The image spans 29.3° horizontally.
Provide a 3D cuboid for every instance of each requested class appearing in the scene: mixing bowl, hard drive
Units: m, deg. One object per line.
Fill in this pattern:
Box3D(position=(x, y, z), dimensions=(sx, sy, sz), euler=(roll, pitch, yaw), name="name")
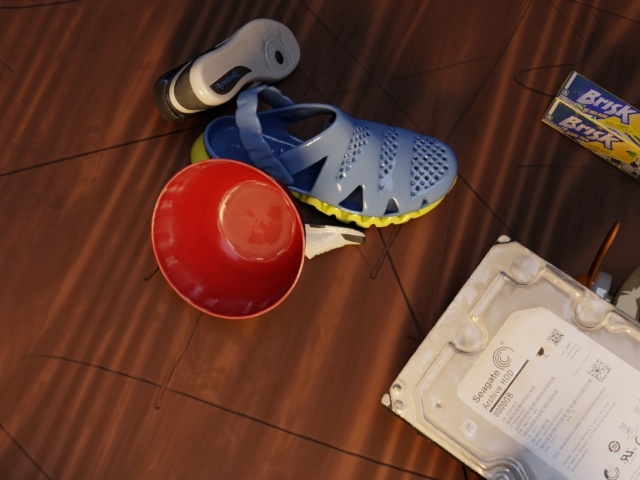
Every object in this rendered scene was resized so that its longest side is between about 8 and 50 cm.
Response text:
Box3D(position=(-0.089, -0.011, 1.377), dimensions=(0.181, 0.181, 0.098), euler=(35, 21, 7), name="mixing bowl")
Box3D(position=(0.267, 0.179, 1.303), dimensions=(0.339, 0.064, 0.237), euler=(36, 83, 18), name="hard drive")

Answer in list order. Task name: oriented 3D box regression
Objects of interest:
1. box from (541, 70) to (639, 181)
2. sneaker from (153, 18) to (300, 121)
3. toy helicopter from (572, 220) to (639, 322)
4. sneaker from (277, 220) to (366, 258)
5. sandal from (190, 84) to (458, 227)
Box3D(position=(0.370, -0.140, 1.547), dimensions=(0.169, 0.059, 0.054), euler=(32, 63, 6), name="box")
Box3D(position=(-0.125, -0.206, 1.491), dimensions=(0.217, 0.121, 0.079), euler=(-34, 104, -52), name="sneaker")
Box3D(position=(0.333, 0.140, 1.380), dimensions=(0.355, 0.140, 0.235), euler=(-40, 80, -14), name="toy helicopter")
Box3D(position=(0.000, 0.000, 1.443), dimensions=(0.109, 0.040, 0.044), euler=(3, 95, -13), name="sneaker")
Box3D(position=(0.010, -0.103, 1.430), dimensions=(0.317, 0.138, 0.126), euler=(5, 57, -9), name="sandal")
